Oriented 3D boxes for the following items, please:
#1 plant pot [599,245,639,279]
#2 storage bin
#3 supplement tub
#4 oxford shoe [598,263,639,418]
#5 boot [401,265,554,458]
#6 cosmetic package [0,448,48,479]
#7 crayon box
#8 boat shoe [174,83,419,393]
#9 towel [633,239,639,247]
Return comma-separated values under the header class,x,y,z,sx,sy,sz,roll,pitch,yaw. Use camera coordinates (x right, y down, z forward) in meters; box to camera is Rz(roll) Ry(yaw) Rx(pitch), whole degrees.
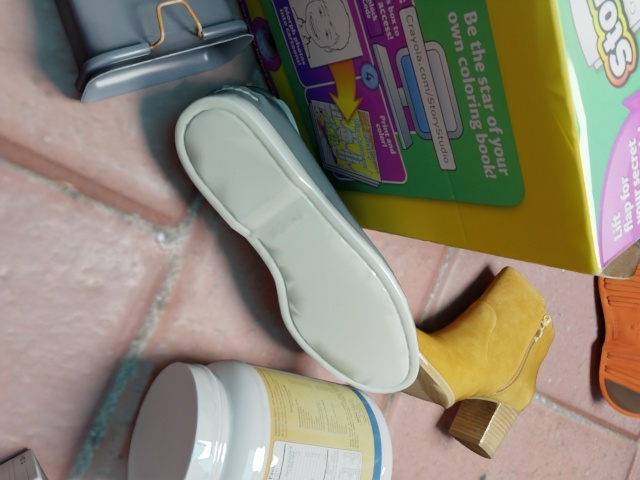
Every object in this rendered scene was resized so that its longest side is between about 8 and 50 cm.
class,x,y,z,sx,sy,sz,roll,pitch,yaw
plant pot,0.277,-0.113,0.574,0.215,0.215,0.231,4,116,-34
storage bin,-0.132,-0.173,0.417,0.135,0.098,0.091,-27,101,-27
supplement tub,-0.050,0.187,0.490,0.199,0.144,0.144,22,85,-33
oxford shoe,0.524,0.091,0.884,0.132,0.129,0.364,-12,111,-50
boot,0.181,0.110,0.669,0.295,0.104,0.211,47,65,-32
cosmetic package,-0.227,0.297,0.440,0.098,0.060,0.239,-26,111,-30
crayon box,0.060,-0.180,0.404,0.106,0.313,0.363,-30,113,-26
boat shoe,0.000,0.000,0.501,0.319,0.116,0.099,55,28,-16
towel,0.239,-0.187,0.481,0.053,0.331,0.317,21,100,-50
